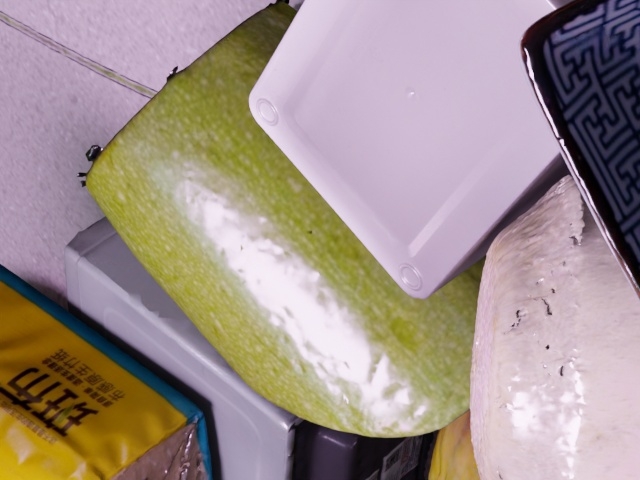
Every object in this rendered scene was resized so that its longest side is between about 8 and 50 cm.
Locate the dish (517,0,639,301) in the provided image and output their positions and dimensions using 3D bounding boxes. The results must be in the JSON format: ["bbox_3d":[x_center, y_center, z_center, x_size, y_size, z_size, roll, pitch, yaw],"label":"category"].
[{"bbox_3d":[0.224,-0.067,0.736,0.182,0.243,0.080,61,-169,-10],"label":"dish"}]

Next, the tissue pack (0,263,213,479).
[{"bbox_3d":[-0.198,0.144,1.174,0.271,0.134,0.192,29,140,34],"label":"tissue pack"}]

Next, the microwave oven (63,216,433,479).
[{"bbox_3d":[-0.040,0.113,1.236,0.237,0.181,0.295,35,143,26],"label":"microwave oven"}]

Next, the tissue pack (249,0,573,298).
[{"bbox_3d":[0.088,-0.104,0.907,0.159,0.136,0.246,50,149,8],"label":"tissue pack"}]

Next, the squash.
[{"bbox_3d":[0.000,0.000,1.076,0.260,0.189,0.189,47,148,3],"label":"squash"}]

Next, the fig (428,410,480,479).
[{"bbox_3d":[0.108,0.177,1.093,0.160,0.231,0.143,49,-170,-3],"label":"fig"}]

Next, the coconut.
[{"bbox_3d":[0.191,0.066,0.868,0.234,0.224,0.224,9,137,3],"label":"coconut"}]
